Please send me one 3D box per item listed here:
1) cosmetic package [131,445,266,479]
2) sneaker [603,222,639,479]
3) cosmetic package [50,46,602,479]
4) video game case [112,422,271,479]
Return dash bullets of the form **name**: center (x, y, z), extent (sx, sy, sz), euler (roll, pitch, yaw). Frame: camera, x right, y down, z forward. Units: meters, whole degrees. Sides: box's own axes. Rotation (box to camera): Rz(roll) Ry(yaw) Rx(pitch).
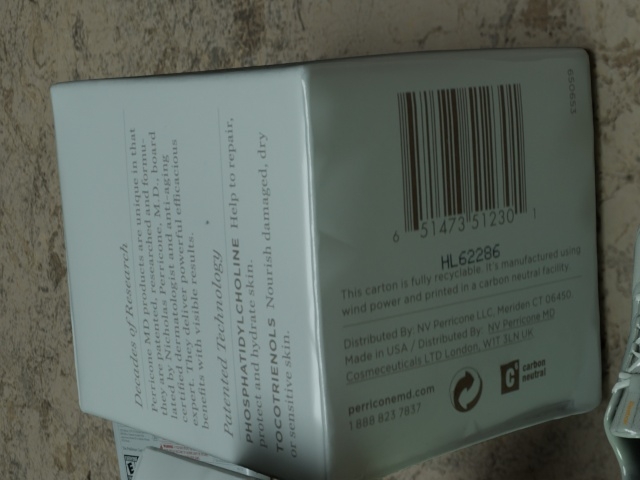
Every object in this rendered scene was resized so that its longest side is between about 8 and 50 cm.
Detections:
- **cosmetic package**: center (-0.011, 0.314, 1.101), extent (0.156, 0.385, 0.217), euler (12, 77, 32)
- **sneaker**: center (0.276, 0.104, 1.073), extent (0.099, 0.121, 0.263), euler (-2, 96, 51)
- **cosmetic package**: center (0.000, 0.000, 1.232), extent (0.393, 0.329, 0.328), euler (6, 103, 52)
- **video game case**: center (-0.185, 0.189, 1.750), extent (0.329, 0.036, 0.300), euler (-6, 93, 53)
